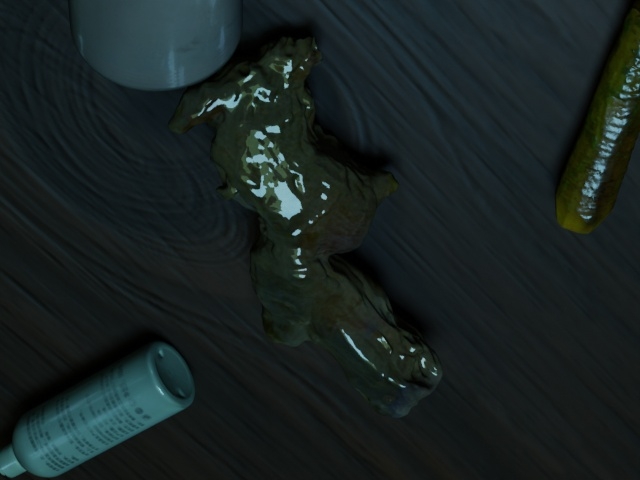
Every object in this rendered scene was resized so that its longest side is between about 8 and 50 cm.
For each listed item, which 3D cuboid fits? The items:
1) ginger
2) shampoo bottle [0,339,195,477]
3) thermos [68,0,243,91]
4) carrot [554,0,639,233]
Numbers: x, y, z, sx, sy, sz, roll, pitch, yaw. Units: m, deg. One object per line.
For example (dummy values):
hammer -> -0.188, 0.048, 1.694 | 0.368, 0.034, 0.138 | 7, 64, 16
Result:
ginger -> -0.001, -0.002, 1.200 | 0.122, 0.084, 0.290 | -26, 120, -5
shampoo bottle -> -0.184, 0.138, 1.316 | 0.195, 0.056, 0.056 | -28, 121, 22
thermos -> -0.102, -0.194, 1.010 | 0.105, 0.137, 0.193 | -22, 152, -15
carrot -> 0.188, -0.079, 1.145 | 0.042, 0.042, 0.171 | 10, 126, -5
